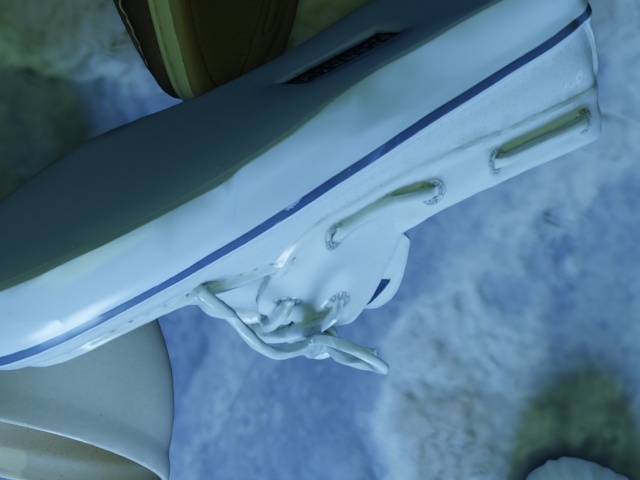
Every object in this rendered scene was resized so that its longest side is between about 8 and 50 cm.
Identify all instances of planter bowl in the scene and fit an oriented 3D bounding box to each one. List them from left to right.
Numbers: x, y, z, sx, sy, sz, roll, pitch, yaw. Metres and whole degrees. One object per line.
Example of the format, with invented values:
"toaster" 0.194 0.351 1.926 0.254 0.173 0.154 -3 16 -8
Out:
"planter bowl" -0.143 0.053 0.945 0.162 0.162 0.109 13 73 -4

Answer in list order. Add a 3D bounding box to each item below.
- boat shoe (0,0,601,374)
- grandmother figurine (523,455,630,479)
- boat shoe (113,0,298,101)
"boat shoe" -0.004 -0.002 0.901 0.367 0.136 0.156 -32 114 -30
"grandmother figurine" 0.231 0.243 1.015 0.342 0.104 0.208 40 69 -5
"boat shoe" -0.097 -0.228 0.918 0.123 0.123 0.342 6 121 36
